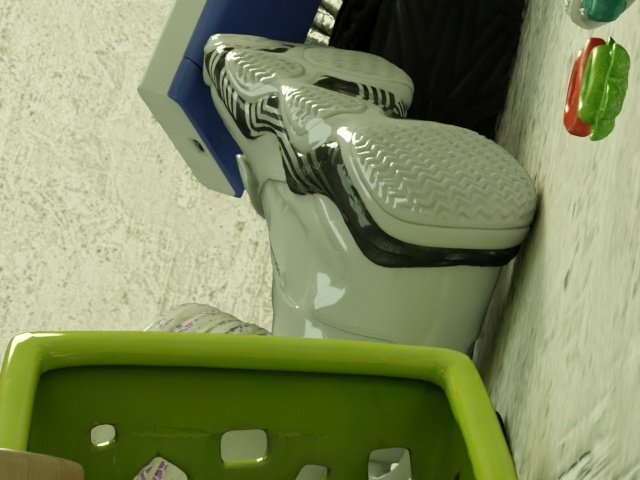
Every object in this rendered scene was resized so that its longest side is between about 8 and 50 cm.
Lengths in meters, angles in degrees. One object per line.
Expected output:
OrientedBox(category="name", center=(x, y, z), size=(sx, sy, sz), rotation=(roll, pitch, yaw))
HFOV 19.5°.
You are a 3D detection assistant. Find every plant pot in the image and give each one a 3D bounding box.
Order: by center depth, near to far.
OrientedBox(category="plant pot", center=(-0.037, 0.185, 0.824), size=(0.228, 0.227, 0.207), rotation=(-99, 14, -63))

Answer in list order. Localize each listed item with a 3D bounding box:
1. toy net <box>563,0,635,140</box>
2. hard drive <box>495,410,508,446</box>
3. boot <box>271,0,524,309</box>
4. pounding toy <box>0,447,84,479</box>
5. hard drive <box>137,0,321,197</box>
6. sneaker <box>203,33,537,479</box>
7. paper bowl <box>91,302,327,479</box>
OrientedBox(category="toy net", center=(0.130, -0.105, 0.763), size=(0.232, 0.045, 0.122), rotation=(-75, -3, -80))
OrientedBox(category="hard drive", center=(0.071, 0.163, 0.960), size=(0.094, 0.022, 0.135), rotation=(-82, 5, -76))
OrientedBox(category="boot", center=(0.033, -0.065, 1.449), size=(0.348, 0.131, 0.260), rotation=(-67, 17, -10))
OrientedBox(category="pounding toy", center=(0.000, 0.117, 0.463), size=(0.181, 0.206, 0.094), rotation=(116, 167, -83))
OrientedBox(category="hard drive", center=(-0.038, -0.213, 1.406), size=(0.210, 0.040, 0.319), rotation=(61, -131, -69))
OrientedBox(category="sneaker", center=(0.000, 0.000, 1.186), size=(0.366, 0.137, 0.210), rotation=(43, 124, 58))
OrientedBox(category="paper bowl", center=(-0.079, 0.197, 1.264), size=(0.284, 0.148, 0.284), rotation=(-57, -19, -31))
